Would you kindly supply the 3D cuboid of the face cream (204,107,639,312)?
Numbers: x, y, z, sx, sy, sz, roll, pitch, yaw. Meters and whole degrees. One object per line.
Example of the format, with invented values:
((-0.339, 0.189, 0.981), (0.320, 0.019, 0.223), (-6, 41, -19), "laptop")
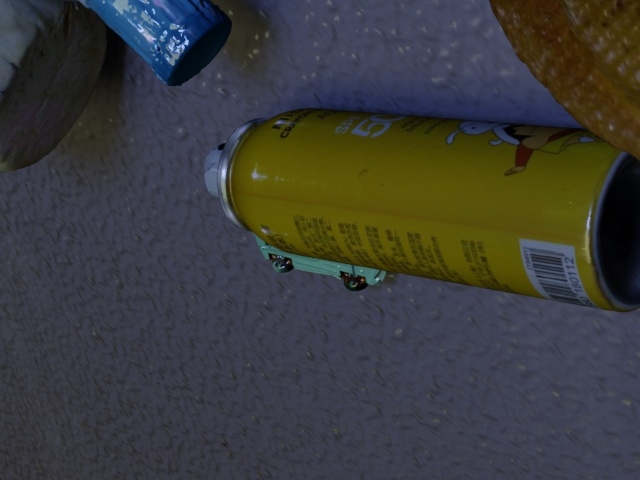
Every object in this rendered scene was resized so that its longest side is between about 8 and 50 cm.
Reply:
((0.055, -0.030, 0.874), (0.348, 0.105, 0.105), (9, 128, 43), "face cream")

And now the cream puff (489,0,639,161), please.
((0.196, -0.157, 0.522), (0.303, 0.212, 0.303), (38, 148, 29), "cream puff")

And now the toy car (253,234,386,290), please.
((0.000, 0.000, 1.020), (0.121, 0.035, 0.059), (12, 131, 30), "toy car")

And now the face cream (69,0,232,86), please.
((-0.197, -0.238, 0.905), (0.336, 0.163, 0.080), (44, 131, 6), "face cream")

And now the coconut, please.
((-0.289, -0.169, 1.016), (0.241, 0.241, 0.241), (28, 139, 27), "coconut")
